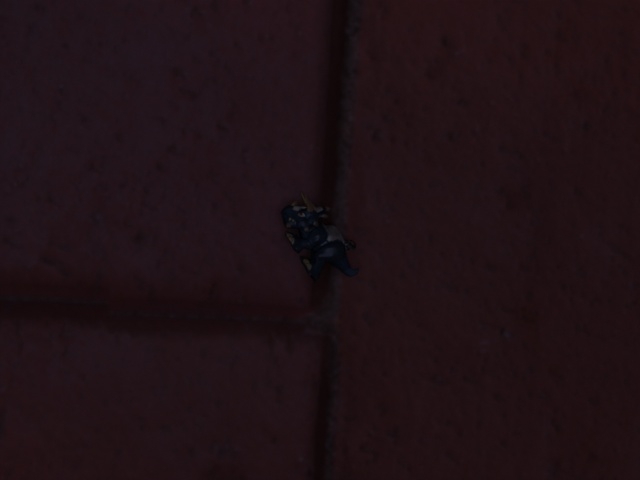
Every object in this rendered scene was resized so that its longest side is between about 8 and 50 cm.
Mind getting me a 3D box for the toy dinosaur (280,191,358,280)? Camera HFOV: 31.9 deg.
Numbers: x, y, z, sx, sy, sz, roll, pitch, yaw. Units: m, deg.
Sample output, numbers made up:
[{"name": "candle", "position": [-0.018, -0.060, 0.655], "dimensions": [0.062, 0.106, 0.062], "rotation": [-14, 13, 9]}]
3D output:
[{"name": "toy dinosaur", "position": [0.000, 0.000, 0.933], "dimensions": [0.047, 0.030, 0.083], "rotation": [-33, 100, -3]}]
